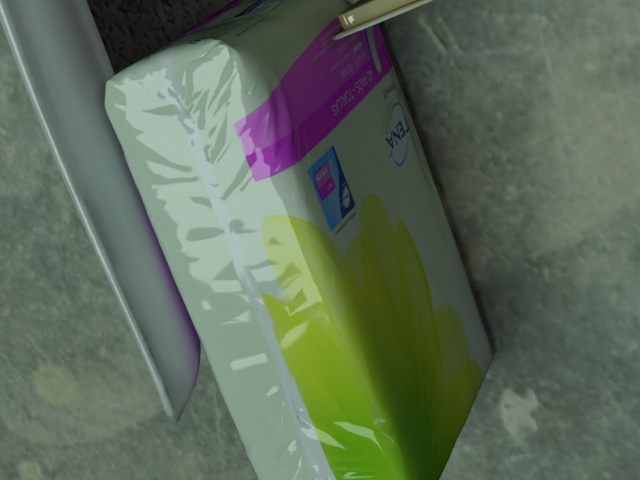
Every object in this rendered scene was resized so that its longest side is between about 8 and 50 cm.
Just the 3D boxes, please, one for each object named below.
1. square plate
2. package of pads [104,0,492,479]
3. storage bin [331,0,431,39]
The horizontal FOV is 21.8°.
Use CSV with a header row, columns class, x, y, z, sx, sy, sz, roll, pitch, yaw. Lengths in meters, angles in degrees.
class,x,y,z,sx,sy,sz,roll,pitch,yaw
square plate,-0.151,-0.094,1.037,0.049,0.344,0.347,-21,105,-5
package of pads,0.000,0.000,0.993,0.101,0.229,0.297,-14,105,22
storage bin,0.061,-0.276,0.879,0.260,0.123,0.262,-18,103,38
